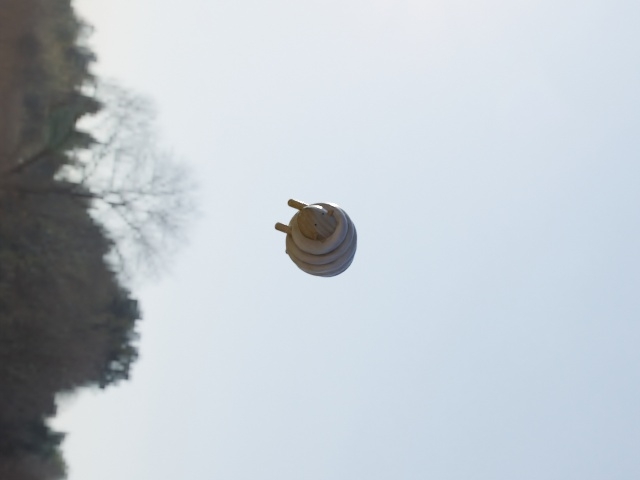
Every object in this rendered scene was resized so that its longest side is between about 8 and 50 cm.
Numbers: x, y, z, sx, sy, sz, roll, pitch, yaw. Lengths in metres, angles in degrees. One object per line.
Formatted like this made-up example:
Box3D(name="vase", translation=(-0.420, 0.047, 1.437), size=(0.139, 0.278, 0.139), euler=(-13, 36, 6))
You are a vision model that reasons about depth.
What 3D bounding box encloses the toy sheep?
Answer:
Box3D(name="toy sheep", translation=(0.000, 0.000, 1.316), size=(0.132, 0.091, 0.091), euler=(63, 25, -62))
